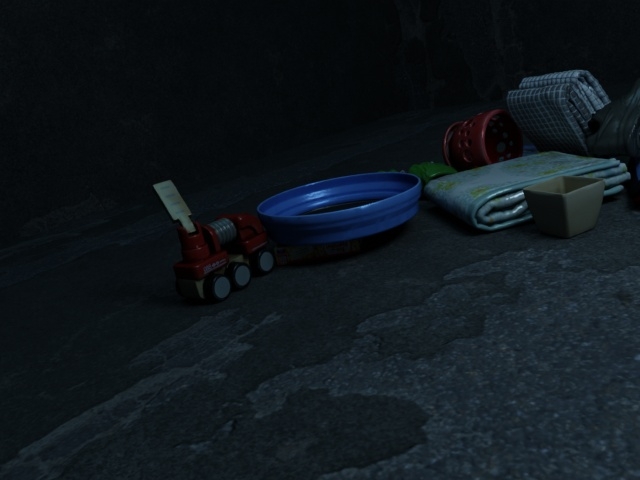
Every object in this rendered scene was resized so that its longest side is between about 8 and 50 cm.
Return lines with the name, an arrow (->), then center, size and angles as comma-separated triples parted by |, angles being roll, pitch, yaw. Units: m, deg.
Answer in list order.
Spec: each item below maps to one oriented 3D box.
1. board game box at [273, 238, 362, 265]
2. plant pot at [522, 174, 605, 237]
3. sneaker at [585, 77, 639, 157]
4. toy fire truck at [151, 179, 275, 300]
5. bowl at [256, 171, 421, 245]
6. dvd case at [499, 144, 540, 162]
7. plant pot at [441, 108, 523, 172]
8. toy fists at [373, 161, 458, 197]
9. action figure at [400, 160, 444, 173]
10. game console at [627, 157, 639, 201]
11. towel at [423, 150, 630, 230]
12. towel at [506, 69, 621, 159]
board game box -> 0.000, 0.000, 1.354 | 0.194, 0.045, 0.147 | -9, 17, 10
plant pot -> 0.476, -0.064, 1.122 | 0.109, 0.096, 0.109 | -18, 17, -21
sneaker -> 0.700, -0.293, 1.339 | 0.130, 0.109, 0.286 | 1, 38, 44
toy fire truck -> -0.239, -0.019, 1.237 | 0.159, 0.246, 0.217 | 1, 21, 38
bowl -> 0.047, -0.080, 1.370 | 0.391, 0.077, 0.391 | -10, 16, 3
dvd case -> 0.624, -0.263, 1.819 | 0.253, 0.022, 0.180 | -23, 20, -32
plant pot -> 0.470, -0.275, 1.692 | 0.191, 0.191, 0.174 | -23, 11, -32
toy fists -> 0.251, -0.156, 1.614 | 0.279, 0.096, 0.142 | -13, 26, -6
action figure -> 0.271, -0.180, 1.743 | 0.232, 0.063, 0.137 | -25, 23, -26
game console -> 0.763, -0.259, 1.201 | 0.060, 0.341, 0.386 | 28, 30, 14
towel -> 0.470, -0.125, 1.362 | 0.375, 0.090, 0.320 | -14, 14, -5
towel -> 0.639, -0.297, 1.500 | 0.121, 0.283, 0.235 | -44, 19, -9
